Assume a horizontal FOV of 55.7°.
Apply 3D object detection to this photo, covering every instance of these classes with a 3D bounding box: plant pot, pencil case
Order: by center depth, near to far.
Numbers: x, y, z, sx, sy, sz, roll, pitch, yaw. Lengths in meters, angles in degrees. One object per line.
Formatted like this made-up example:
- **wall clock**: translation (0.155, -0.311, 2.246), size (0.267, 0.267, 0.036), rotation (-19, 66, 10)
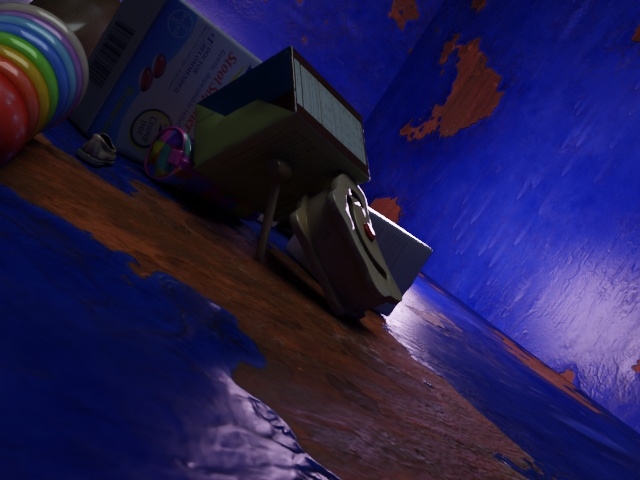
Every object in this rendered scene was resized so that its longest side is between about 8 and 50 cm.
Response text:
- **pencil case**: translation (-0.181, -0.107, 1.032), size (0.104, 0.104, 0.236), rotation (38, 10, 39)
- **plant pot**: translation (-0.465, -0.350, 1.096), size (0.215, 0.215, 0.230), rotation (32, 20, -13)

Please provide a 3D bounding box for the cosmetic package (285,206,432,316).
- **cosmetic package**: translation (0.070, 0.017, 1.103), size (0.183, 0.151, 0.151), rotation (30, 7, -39)

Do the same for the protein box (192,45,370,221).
- **protein box**: translation (-0.060, -0.158, 0.967), size (0.201, 0.199, 0.136), rotation (34, 43, -46)

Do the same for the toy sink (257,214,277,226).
- **toy sink**: translation (-0.173, -0.154, 1.281), size (0.152, 0.131, 0.234), rotation (28, 8, -46)

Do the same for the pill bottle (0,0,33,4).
- **pill bottle**: translation (-0.738, -0.549, 1.396), size (0.146, 0.146, 0.264), rotation (27, 9, -48)

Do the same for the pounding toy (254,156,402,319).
- **pounding toy**: translation (0.000, 0.000, 0.921), size (0.270, 0.154, 0.154), rotation (64, 20, 2)

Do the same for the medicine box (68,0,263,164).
- **medicine box**: translation (-0.250, -0.259, 1.075), size (0.289, 0.264, 0.149), rotation (26, 10, -48)

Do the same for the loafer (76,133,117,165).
- **loafer**: translation (-0.303, -0.131, 0.843), size (0.045, 0.039, 0.125), rotation (31, 6, -15)

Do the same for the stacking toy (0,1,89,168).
- **stacking toy**: translation (-0.302, -0.140, 0.576), size (0.141, 0.141, 0.330), rotation (30, 12, -27)

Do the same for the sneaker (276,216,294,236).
- **sneaker**: translation (-0.032, -0.037, 1.282), size (0.108, 0.100, 0.271), rotation (15, 3, -32)
